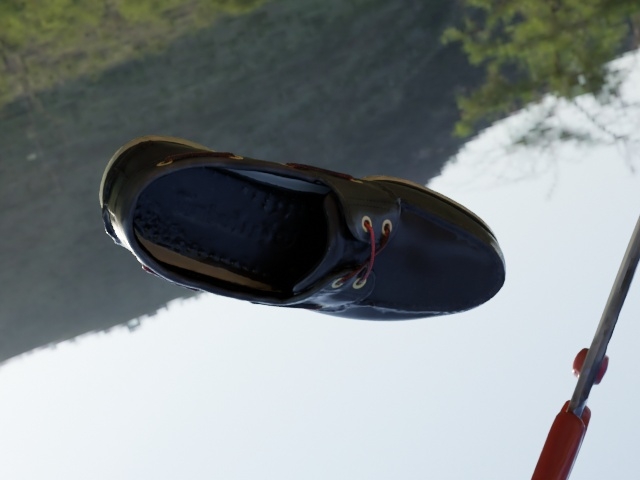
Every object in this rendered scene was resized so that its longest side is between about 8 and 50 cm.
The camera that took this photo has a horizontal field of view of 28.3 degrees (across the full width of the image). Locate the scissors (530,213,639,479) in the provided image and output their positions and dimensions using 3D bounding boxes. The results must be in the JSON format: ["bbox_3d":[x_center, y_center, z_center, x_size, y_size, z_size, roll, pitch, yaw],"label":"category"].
[{"bbox_3d":[0.120,0.074,0.598,0.021,0.297,0.109,19,180,16],"label":"scissors"}]

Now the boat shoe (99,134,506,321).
[{"bbox_3d":[-0.001,0.002,0.385,0.133,0.049,0.042,14,-167,-20],"label":"boat shoe"}]
